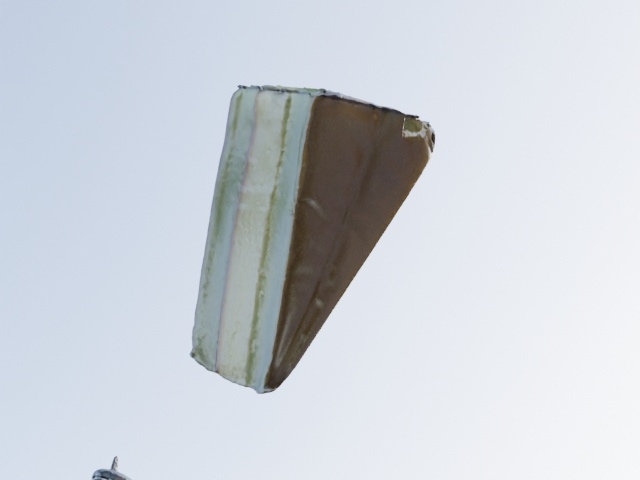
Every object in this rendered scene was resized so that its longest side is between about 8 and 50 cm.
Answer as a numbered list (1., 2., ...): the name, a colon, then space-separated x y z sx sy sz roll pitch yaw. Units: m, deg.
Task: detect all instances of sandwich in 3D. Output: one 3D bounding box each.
1. sandwich: 0.000 0.000 0.506 0.113 0.079 0.163 5 -84 -45

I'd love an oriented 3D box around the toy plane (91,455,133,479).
1. toy plane: -0.091 0.140 0.448 0.078 0.031 0.083 -23 -56 14
